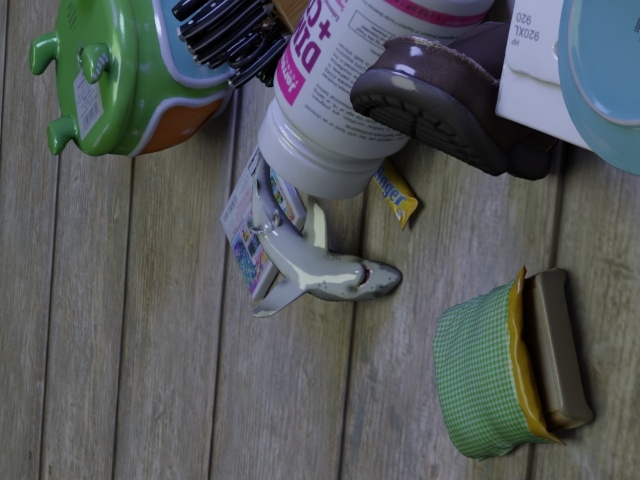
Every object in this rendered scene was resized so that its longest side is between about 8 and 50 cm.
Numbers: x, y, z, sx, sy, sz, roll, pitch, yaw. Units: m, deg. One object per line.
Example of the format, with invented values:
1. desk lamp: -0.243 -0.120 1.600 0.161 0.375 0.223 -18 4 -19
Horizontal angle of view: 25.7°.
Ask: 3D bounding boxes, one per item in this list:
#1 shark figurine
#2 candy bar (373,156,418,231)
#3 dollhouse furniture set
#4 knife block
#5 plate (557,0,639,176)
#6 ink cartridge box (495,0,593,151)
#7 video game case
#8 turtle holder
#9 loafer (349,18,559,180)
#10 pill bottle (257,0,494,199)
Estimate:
1. shark figurine: -0.024 -0.008 1.627 0.166 0.116 0.278 -37 60 13
2. candy bar: 0.067 -0.075 1.544 0.161 0.018 0.040 59 137 40
3. dollhouse furniture set: 0.139 0.184 1.287 0.197 0.151 0.302 -31 63 55
4. knife block: -0.034 -0.298 1.497 0.088 0.242 0.276 45 127 49
5. plate: 0.201 -0.132 0.855 0.188 0.024 0.188 -8 80 57
6. ink cartridge box: 0.274 -0.144 0.982 0.171 0.232 0.168 30 116 55
7. video game case: -0.074 -0.028 1.783 0.157 0.019 0.143 -60 42 39
8. turtle holder: -0.253 -0.257 1.883 0.320 0.227 0.243 58 138 43
9. loafer: 0.130 -0.135 1.162 0.133 0.366 0.130 27 99 15
10. pill bottle: 0.049 -0.185 1.429 0.283 0.160 0.160 -60 42 38
